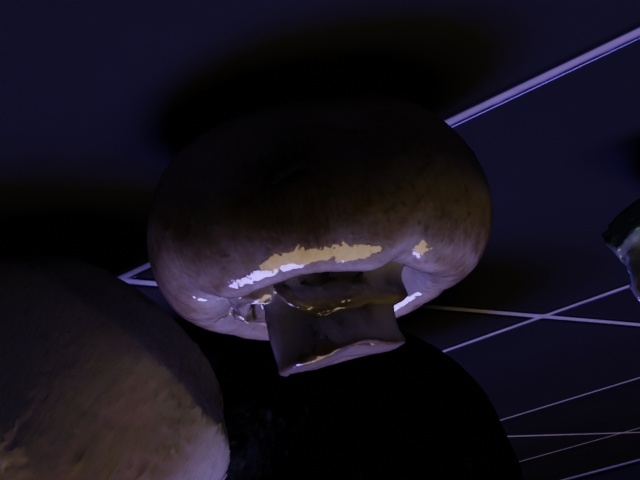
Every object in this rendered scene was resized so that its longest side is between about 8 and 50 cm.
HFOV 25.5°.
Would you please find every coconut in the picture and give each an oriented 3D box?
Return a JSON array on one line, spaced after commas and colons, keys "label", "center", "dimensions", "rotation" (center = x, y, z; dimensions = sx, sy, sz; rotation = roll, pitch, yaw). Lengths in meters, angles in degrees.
[{"label": "coconut", "center": [-0.171, 0.131, 0.781], "dimensions": [0.234, 0.224, 0.224], "rotation": [-49, -173, -33]}]

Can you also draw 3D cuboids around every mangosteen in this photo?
[{"label": "mangosteen", "center": [-0.008, 0.199, 1.090], "dimensions": [0.330, 0.330, 0.330], "rotation": [-10, 164, -3]}]

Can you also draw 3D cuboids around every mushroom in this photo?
[{"label": "mushroom", "center": [0.000, 0.000, 0.677], "dimensions": [0.166, 0.127, 0.166], "rotation": [-8, 170, -1]}]

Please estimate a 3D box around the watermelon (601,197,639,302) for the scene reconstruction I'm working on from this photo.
[{"label": "watermelon", "center": [0.312, 0.040, 0.899], "dimensions": [0.193, 0.232, 0.310], "rotation": [-47, 141, 1]}]
